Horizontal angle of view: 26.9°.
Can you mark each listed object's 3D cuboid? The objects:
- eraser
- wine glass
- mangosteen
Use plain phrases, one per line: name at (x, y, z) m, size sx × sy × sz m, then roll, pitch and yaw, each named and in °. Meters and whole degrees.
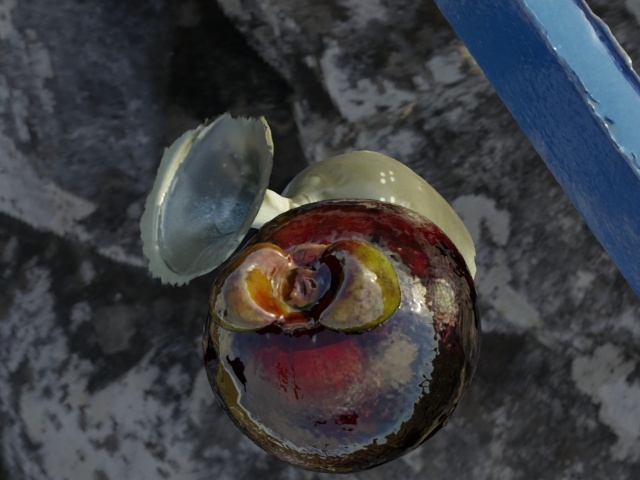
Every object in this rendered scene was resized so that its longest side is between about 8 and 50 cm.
eraser at (0.186, -0.084, 0.933) m, size 0.042 × 0.144 × 0.312 m, roll -32°, pitch 81°, yaw -9°
wine glass at (0.000, 0.000, 1.454) m, size 0.323 × 0.238 × 0.238 m, roll 26°, pitch 121°, yaw -34°
mangosteen at (0.006, 0.044, 0.691) m, size 0.152 × 0.152 × 0.152 m, roll 6°, pitch 105°, yaw 22°
